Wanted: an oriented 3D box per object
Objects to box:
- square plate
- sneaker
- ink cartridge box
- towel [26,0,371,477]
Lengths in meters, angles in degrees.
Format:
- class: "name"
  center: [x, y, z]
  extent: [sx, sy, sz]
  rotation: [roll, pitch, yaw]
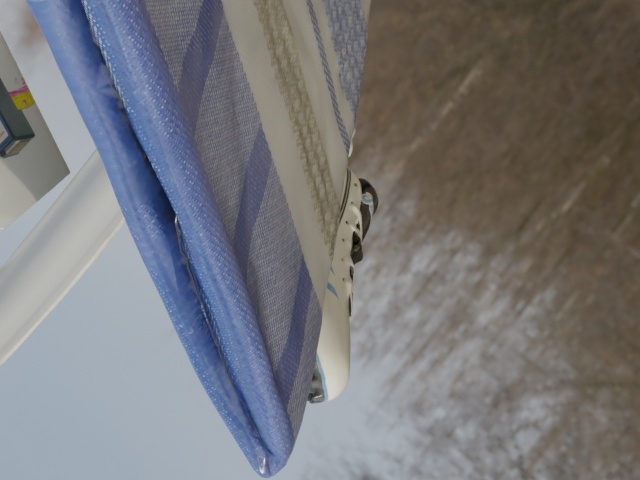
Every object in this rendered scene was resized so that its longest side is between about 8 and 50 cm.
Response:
- class: "square plate"
  center: [-0.139, -0.061, 1.143]
  extent: [0.049, 0.347, 0.344]
  rotation: [40, -154, -6]
- class: "sneaker"
  center: [0.000, 0.000, 0.974]
  extent: [0.086, 0.085, 0.237]
  rotation: [-5, -132, -3]
- class: "ink cartridge box"
  center: [-0.321, -0.126, 1.250]
  extent: [0.154, 0.093, 0.212]
  rotation: [21, 143, 41]
- class: "towel"
  center: [-0.023, -0.099, 0.477]
  extent: [0.209, 0.034, 0.285]
  rotation: [72, -160, -45]
